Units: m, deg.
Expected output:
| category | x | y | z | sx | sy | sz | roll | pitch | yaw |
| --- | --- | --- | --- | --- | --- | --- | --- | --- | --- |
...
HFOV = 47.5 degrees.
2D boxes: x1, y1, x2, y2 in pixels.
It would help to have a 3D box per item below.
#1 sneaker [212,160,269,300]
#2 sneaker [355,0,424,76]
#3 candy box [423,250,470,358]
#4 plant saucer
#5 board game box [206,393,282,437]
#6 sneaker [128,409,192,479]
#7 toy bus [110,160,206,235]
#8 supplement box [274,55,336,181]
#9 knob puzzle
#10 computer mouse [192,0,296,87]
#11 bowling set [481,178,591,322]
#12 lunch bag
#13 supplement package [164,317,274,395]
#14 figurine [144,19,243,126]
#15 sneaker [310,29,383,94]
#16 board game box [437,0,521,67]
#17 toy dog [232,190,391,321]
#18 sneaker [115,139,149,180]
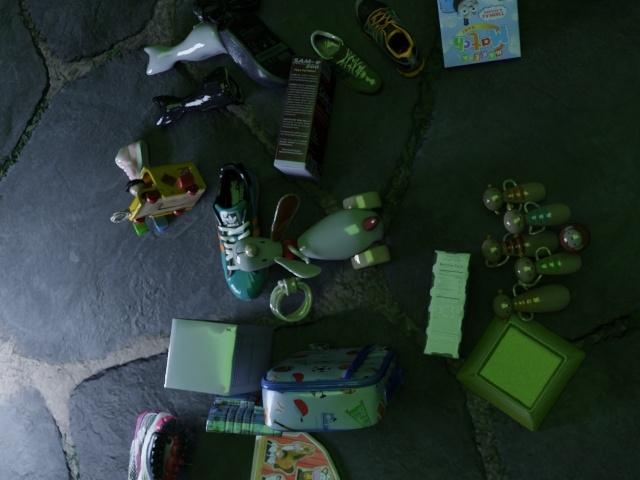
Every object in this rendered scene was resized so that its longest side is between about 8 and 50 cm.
| category | x | y | z | sx | sy | sz | roll | pitch | yaw |
| --- | --- | --- | --- | --- | --- | --- | --- | --- | --- |
| sneaker | -0.182 | -0.023 | 1.564 | 0.108 | 0.121 | 0.302 | -9 | 81 | 12 |
| sneaker | 0.148 | -0.453 | 1.570 | 0.084 | 0.083 | 0.215 | -41 | 74 | 7 |
| candy box | 0.249 | 0.127 | 1.415 | 0.070 | 0.165 | 0.196 | 6 | 83 | 12 |
| plant saucer | 0.391 | 0.246 | 1.426 | 0.188 | 0.045 | 0.188 | 33 | 91 | 16 |
| board game box | -0.120 | 0.353 | 1.481 | 0.194 | 0.194 | 0.060 | 4 | 84 | 0 |
| sneaker | -0.357 | 0.511 | 1.544 | 0.112 | 0.120 | 0.299 | 9 | 84 | 44 |
| toy bus | -0.356 | -0.111 | 1.583 | 0.190 | 0.202 | 0.104 | -30 | 75 | 2 |
| supplement box | -0.029 | -0.258 | 1.558 | 0.073 | 0.130 | 0.240 | 7 | 85 | 15 |
| knob puzzle | -0.052 | 0.488 | 1.505 | 0.213 | 0.030 | 0.213 | -2 | 81 | 13 |
| computer mouse | -0.150 | -0.437 | 1.627 | 0.188 | 0.072 | 0.272 | -33 | 81 | -39 |
| bowling set | 0.398 | -0.001 | 1.373 | 0.154 | 0.200 | 0.287 | -9 | 76 | -6 |
| lunch bag | 0.031 | 0.271 | 1.385 | 0.243 | 0.303 | 0.115 | -7 | 93 | 14 |
| supplement package | -0.196 | 0.231 | 1.466 | 0.133 | 0.244 | 0.139 | 4 | 82 | 14 |
| figurine | -0.303 | -0.384 | 1.670 | 0.209 | 0.092 | 0.215 | -16 | 77 | 15 |
| sneaker | 0.049 | -0.390 | 1.581 | 0.192 | 0.086 | 0.064 | 40 | 92 | 15 |
| board game box | 0.324 | -0.474 | 1.496 | 0.160 | 0.039 | 0.212 | -6 | 116 | 13 |
| toy dog | 0.000 | 0.000 | 1.464 | 0.333 | 0.161 | 0.220 | -32 | 83 | -10 |
| sneaker | -0.435 | -0.162 | 1.684 | 0.070 | 0.051 | 0.134 | -9 | 76 | 14 |
